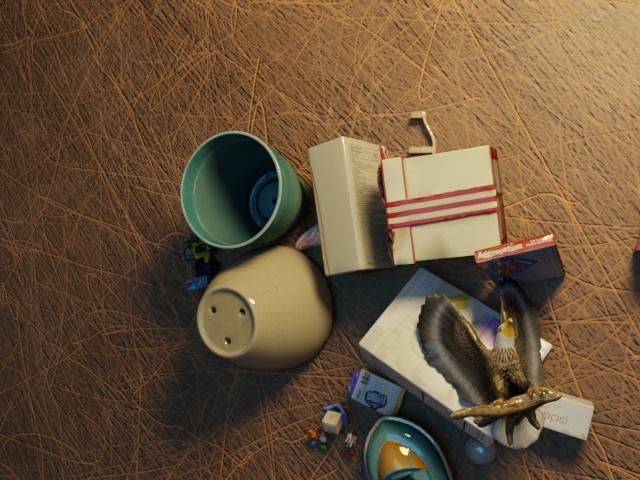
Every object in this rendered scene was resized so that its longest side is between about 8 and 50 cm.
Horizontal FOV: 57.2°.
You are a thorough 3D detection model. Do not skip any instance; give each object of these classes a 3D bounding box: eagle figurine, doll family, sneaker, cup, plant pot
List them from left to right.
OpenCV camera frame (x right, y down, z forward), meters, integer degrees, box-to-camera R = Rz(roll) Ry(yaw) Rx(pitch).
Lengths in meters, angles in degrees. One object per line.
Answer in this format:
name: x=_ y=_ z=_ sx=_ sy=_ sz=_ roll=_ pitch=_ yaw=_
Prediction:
doll family: x=-0.321 y=0.058 z=1.622 sx=0.111 sy=0.076 sz=0.193 roll=-14 pitch=87 yaw=17
cup: x=-0.165 y=0.181 z=1.440 sx=0.331 sy=0.237 sz=0.331 roll=1 pitch=93 yaw=25
plant pot: x=-0.160 y=-0.109 z=1.460 sx=0.271 sy=0.255 sz=0.272 roll=-2 pitch=86 yaw=23
sneaker: x=0.000 y=0.000 z=1.496 sx=0.134 sy=0.051 sz=0.070 roll=-38 pitch=69 yaw=12
eagle figurine: x=0.339 y=0.222 z=1.132 sx=0.226 sy=0.298 sz=0.225 roll=27 pitch=112 yaw=-18

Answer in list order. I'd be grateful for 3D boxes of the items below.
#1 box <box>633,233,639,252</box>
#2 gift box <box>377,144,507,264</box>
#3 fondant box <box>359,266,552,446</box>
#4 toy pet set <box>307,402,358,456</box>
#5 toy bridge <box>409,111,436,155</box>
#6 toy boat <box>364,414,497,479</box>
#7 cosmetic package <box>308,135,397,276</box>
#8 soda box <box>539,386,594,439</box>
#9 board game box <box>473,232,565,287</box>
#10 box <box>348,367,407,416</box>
box: x=0.774 y=-0.044 z=1.136 sx=0.243 sy=0.117 sz=0.214 roll=19 pitch=95 yaw=23
gift box: x=0.252 y=-0.086 z=1.264 sx=0.258 sy=0.276 sz=0.255 roll=-7 pitch=89 yaw=22
fondant box: x=0.285 y=0.241 z=1.269 sx=0.330 sy=0.096 sz=0.238 roll=32 pitch=69 yaw=25
toy pet set: x=0.033 y=0.466 z=1.466 sx=0.122 sy=0.065 sz=0.114 roll=6 pitch=124 yaw=26
toy bridge: x=0.247 y=-0.217 z=1.417 sx=0.063 sy=0.026 sz=0.188 roll=2 pitch=89 yaw=22
toy boat: x=0.247 y=0.497 z=1.307 sx=0.318 sy=0.148 sz=0.268 roll=-31 pitch=80 yaw=17
cosmetic package: x=0.078 y=-0.076 z=1.400 sx=0.113 sy=0.160 sz=0.310 roll=-14 pitch=80 yaw=38
soda box: x=0.468 y=0.354 z=1.270 sx=0.216 sy=0.069 sz=0.074 roll=13 pitch=91 yaw=22
board game box: x=0.413 y=0.049 z=1.195 sx=0.145 sy=0.281 sz=0.027 roll=-17 pitch=69 yaw=21
box: x=0.137 y=0.369 z=1.432 sx=0.136 sy=0.028 sz=0.081 roll=22 pitch=96 yaw=25
